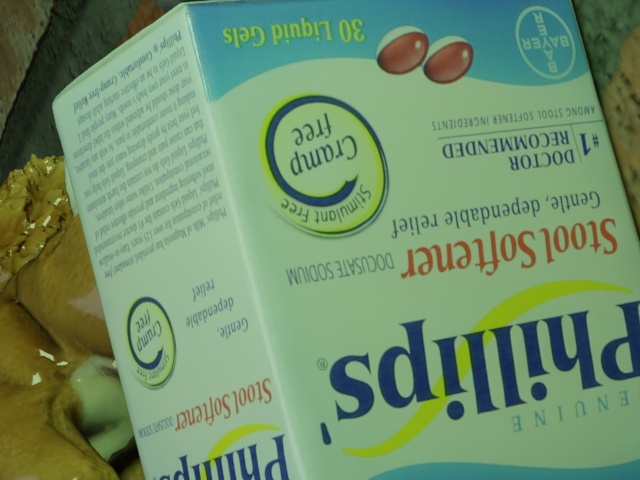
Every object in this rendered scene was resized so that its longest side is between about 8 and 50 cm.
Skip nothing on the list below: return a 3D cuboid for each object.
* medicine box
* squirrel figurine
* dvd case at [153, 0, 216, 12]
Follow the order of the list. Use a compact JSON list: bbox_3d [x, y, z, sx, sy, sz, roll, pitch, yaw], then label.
[{"bbox_3d":[0.032,0.025,1.033,0.149,0.263,0.289,-27,76,52],"label":"medicine box"},{"bbox_3d":[-0.193,0.072,1.308,0.370,0.281,0.397,-59,40,16],"label":"squirrel figurine"},{"bbox_3d":[-0.033,-0.163,1.234,0.221,0.018,0.164,43,140,27],"label":"dvd case"}]
